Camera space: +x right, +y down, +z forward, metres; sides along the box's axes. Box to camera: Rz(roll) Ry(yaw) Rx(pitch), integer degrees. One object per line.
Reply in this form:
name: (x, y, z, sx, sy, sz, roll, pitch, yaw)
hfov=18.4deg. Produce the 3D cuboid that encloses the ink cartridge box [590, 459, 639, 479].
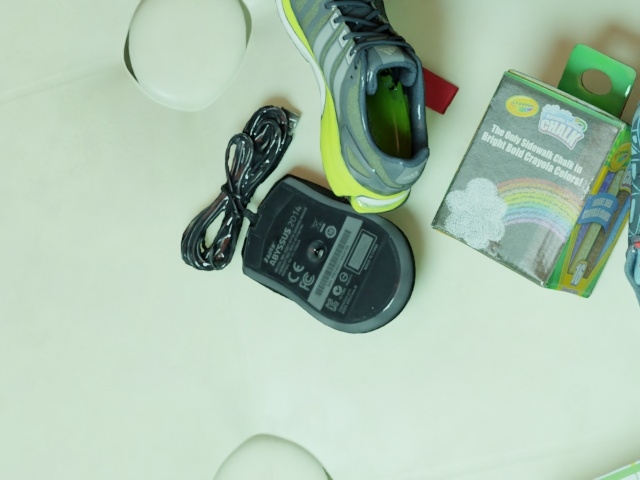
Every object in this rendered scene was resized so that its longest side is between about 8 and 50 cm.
ink cartridge box: (0.243, 0.256, 1.790, 0.209, 0.109, 0.062, -27, 74, 20)

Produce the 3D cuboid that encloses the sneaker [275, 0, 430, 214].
sneaker: (0.044, -0.180, 1.857, 0.121, 0.111, 0.300, -26, 81, 65)

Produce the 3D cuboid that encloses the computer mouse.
computer mouse: (0.000, 0.000, 1.957, 0.272, 0.072, 0.188, 34, 97, 34)

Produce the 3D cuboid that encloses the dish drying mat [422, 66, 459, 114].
dish drying mat: (0.096, -0.156, 1.958, 0.083, 0.008, 0.032, 33, 97, 25)

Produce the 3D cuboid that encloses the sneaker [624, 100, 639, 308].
sneaker: (0.318, -0.006, 1.723, 0.104, 0.125, 0.262, 0, 115, 27)

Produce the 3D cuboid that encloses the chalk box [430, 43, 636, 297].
chalk box: (0.221, -0.072, 1.826, 0.132, 0.132, 0.213, 29, 96, 25)
